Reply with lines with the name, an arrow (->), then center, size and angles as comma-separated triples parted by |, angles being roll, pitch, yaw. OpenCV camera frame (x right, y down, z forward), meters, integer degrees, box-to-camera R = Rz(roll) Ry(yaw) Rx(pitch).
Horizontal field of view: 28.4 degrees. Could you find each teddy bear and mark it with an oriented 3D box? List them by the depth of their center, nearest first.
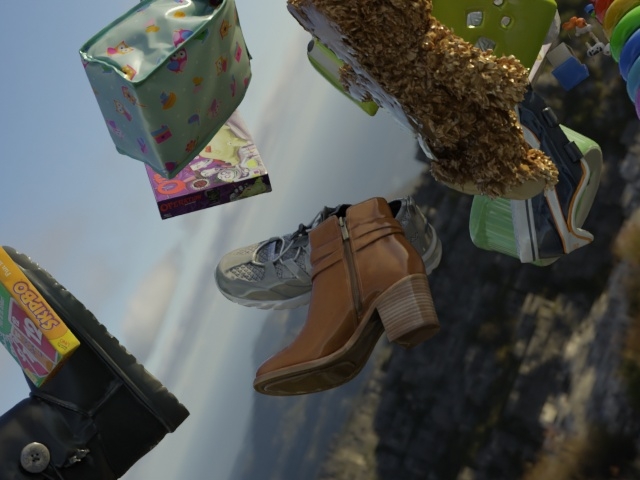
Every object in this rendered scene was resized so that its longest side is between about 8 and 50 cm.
teddy bear -> 0.119, -0.166, 1.314 | 0.113, 0.338, 0.245 | -48, 7, -11

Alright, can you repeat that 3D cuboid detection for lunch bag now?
lunch bag -> -0.218, -0.268, 1.957 | 0.262, 0.160, 0.223 | -47, -33, -24

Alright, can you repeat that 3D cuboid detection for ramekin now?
ramekin -> 0.441, -0.095, 2.540 | 0.303, 0.148, 0.303 | -42, -33, -37

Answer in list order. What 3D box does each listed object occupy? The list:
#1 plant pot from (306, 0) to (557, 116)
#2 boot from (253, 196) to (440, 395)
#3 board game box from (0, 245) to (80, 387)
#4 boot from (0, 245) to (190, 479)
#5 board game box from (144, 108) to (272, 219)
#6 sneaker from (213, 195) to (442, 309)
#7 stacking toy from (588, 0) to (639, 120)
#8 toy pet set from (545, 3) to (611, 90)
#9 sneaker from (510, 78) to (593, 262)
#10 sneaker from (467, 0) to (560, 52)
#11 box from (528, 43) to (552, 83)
plant pot -> 0.123, -0.256, 1.591 | 0.228, 0.207, 0.227 | -66, 29, 17
boot -> 0.009, 0.056, 1.229 | 0.073, 0.197, 0.152 | 53, -165, -62
board game box -> -0.385, 0.047, 1.472 | 0.039, 0.259, 0.124 | -35, -5, -34
boot -> -0.459, 0.274, 1.721 | 0.445, 0.367, 0.146 | -45, -6, -16
board game box -> -0.231, -0.169, 2.378 | 0.346, 0.208, 0.056 | -117, 10, -53
sneaker -> 0.000, 0.000, 1.542 | 0.105, 0.281, 0.115 | -95, -12, -47
stacking toy -> 0.415, -0.262, 1.583 | 0.141, 0.141, 0.330 | 115, 148, -44
toy pet set -> 0.410, -0.292, 1.964 | 0.114, 0.065, 0.122 | -37, -25, 22
sneaker -> 0.346, -0.132, 1.963 | 0.126, 0.128, 0.321 | -28, -71, -82
sneaker -> 0.237, -0.340, 1.995 | 0.366, 0.210, 0.137 | -36, -70, -57
box -> 0.365, -0.310, 2.297 | 0.324, 0.067, 0.063 | -51, -22, -62
